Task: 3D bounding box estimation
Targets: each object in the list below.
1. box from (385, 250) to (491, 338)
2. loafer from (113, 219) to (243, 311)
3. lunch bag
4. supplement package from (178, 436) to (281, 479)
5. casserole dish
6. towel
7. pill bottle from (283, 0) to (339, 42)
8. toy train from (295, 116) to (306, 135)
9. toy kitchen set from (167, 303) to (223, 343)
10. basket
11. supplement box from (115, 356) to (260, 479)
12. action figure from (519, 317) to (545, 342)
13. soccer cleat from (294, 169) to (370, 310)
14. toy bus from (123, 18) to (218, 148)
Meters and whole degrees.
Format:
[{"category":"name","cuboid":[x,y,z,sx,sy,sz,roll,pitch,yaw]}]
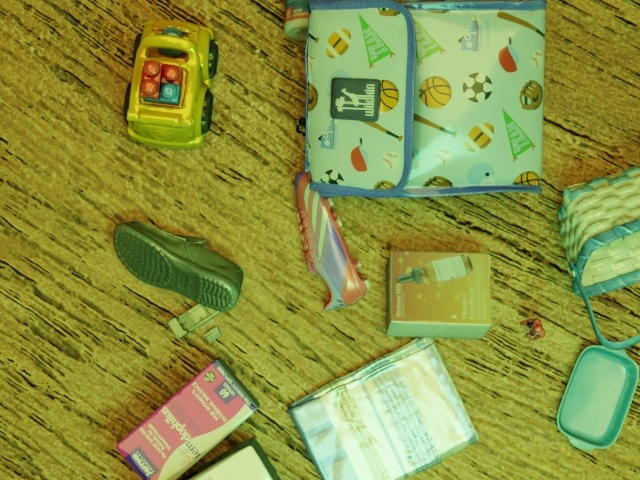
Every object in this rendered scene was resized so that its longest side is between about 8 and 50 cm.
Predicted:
[{"category":"box","cuboid":[0.199,0.093,1.913,0.170,0.091,0.130,1,71,-2]},{"category":"loafer","cuboid":[-0.241,0.036,1.928,0.251,0.087,0.094,29,129,8]},{"category":"lunch bag","cuboid":[0.166,-0.236,1.850,0.385,0.239,0.328,0,99,-3]},{"category":"supplement package","cuboid":[-0.155,0.435,1.825,0.194,0.203,0.149,-31,86,-5]},{"category":"casserole dish","cuboid":[0.478,0.271,1.947,0.114,0.037,0.188,22,83,0]},{"category":"towel","cuboid":[0.110,0.311,1.931,0.285,0.034,0.209,-26,86,-4]},{"category":"pill bottle","cuboid":[0.002,-0.465,1.955,0.124,0.124,0.221,3,84,-2]},{"category":"toy train","cuboid":[0.035,-0.196,1.979,0.158,0.027,0.036,1,88,-2]},{"category":"toy kitchen set","cuboid":[-0.203,0.144,1.914,0.083,0.075,0.068,-34,88,0]},{"category":"basket","cuboid":[0.540,0.025,1.874,0.254,0.201,0.289,-16,54,-3]},{"category":"supplement box","cuboid":[-0.220,0.309,1.881,0.220,0.114,0.111,-41,88,-3]},{"category":"action figure","cuboid":[0.362,0.151,1.913,0.030,0.115,0.038,-18,85,-3]},{"category":"soccer cleat","cuboid":[0.000,0.000,1.936,0.095,0.083,0.248,-26,89,0]},{"category":"toy bus","cuboid":[-0.258,-0.282,1.886,0.149,0.211,0.220,7,83,0]}]
